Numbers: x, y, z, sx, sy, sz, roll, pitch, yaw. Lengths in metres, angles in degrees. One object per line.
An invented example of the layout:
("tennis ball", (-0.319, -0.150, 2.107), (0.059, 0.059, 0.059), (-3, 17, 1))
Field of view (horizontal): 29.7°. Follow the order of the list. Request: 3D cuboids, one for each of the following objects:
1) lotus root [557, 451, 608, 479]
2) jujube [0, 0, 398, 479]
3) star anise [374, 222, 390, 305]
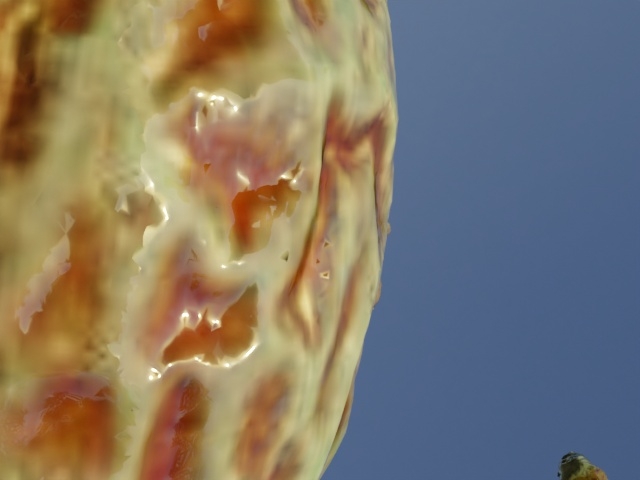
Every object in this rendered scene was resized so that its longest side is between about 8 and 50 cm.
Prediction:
("lotus root", (0.349, 0.383, 1.387), (0.158, 0.140, 0.322), (-31, -147, 11))
("jujube", (-0.081, -0.014, 0.434), (0.215, 0.246, 0.308), (10, -78, 14))
("star anise", (0.000, 0.000, 1.161), (0.236, 0.093, 0.229), (-62, -146, 31))
